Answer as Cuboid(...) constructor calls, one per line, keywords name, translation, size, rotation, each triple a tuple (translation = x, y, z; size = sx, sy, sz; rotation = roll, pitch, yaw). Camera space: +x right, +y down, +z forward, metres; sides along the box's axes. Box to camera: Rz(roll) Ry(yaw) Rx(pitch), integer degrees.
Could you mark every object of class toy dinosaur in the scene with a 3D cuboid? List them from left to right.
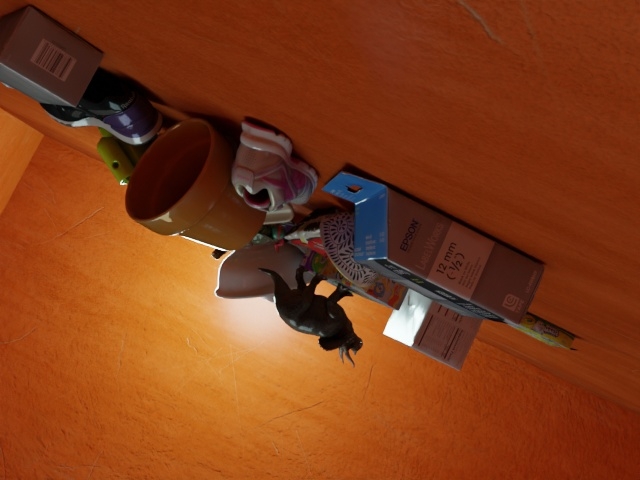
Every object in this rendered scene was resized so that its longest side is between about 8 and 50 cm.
Cuboid(name="toy dinosaur", translation=(-0.022, 0.158, 1.385), size=(0.314, 0.160, 0.121), rotation=(28, 172, 0))

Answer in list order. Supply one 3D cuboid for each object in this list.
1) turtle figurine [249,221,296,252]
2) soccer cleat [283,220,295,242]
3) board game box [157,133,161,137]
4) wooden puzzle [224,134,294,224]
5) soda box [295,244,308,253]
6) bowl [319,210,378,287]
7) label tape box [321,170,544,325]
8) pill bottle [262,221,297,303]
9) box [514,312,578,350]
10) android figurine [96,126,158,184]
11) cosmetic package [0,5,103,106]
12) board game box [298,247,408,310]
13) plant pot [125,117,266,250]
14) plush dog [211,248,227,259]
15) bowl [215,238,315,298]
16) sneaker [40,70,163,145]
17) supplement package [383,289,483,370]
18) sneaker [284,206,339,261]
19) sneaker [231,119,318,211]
Cuboid(name="turtle figurine", translation=(-0.168, -0.047, 1.486), size=(0.234, 0.118, 0.175), rotation=(7, 154, 7))
Cuboid(name="soccer cleat", translation=(-0.213, -0.070, 1.898), size=(0.318, 0.108, 0.116), rotation=(21, 162, 42))
Cuboid(name="board game box", translation=(-0.315, -0.189, 1.436), size=(0.194, 0.060, 0.194), rotation=(24, 174, 28))
Cuboid(name="wooden puzzle", translation=(-0.195, -0.115, 1.201), size=(0.221, 0.044, 0.238), rotation=(-4, 143, 31))
Cuboid(name="soda box", translation=(0.013, 0.027, 1.720), size=(0.098, 0.091, 0.286), rotation=(41, 180, 18))
Cuboid(name="bowl", translation=(0.084, 0.001, 1.178), size=(0.080, 0.170, 0.170), rotation=(-35, 133, 31))
Cuboid(name="label tape box", translation=(0.154, 0.016, 1.005), size=(0.348, 0.115, 0.249), rotation=(25, 174, -6))
Cuboid(name="pill bottle", translation=(-0.138, 0.066, 1.948), size=(0.146, 0.264, 0.146), rotation=(25, 175, 2))
Cuboid(name="box", translation=(0.561, 0.228, 1.516), size=(0.179, 0.043, 0.105), rotation=(28, 174, -4))
Cuboid(name="android figurine", translation=(-0.371, -0.172, 1.235), size=(0.272, 0.056, 0.248), rotation=(58, -168, -1))
Cuboid(name="cosmetic package", translation=(-0.461, -0.290, 0.960), size=(0.127, 0.107, 0.238), rotation=(30, 175, -41))
Cuboid(name="board game box", translation=(0.091, 0.053, 1.449), size=(0.142, 0.144, 0.275), rotation=(30, 172, -29))
Cuboid(name="plant pot", translation=(-0.202, -0.078, 1.049), size=(0.205, 0.205, 0.188), rotation=(20, 166, 45))
Cuboid(name="plush dog", translation=(-0.276, -0.094, 1.651), size=(0.225, 0.211, 0.262), rotation=(56, 162, -18))
Cuboid(name="bowl", translation=(-0.167, 0.065, 1.716), size=(0.298, 0.134, 0.298), rotation=(-9, -172, 1))
Cuboid(name="sneaker", translation=(-0.421, -0.271, 1.078), size=(0.283, 0.107, 0.124), rotation=(17, 159, 24))
Cuboid(name="supplement package", translation=(0.303, 0.203, 1.582), size=(0.145, 0.204, 0.262), rotation=(27, 174, -8))
Cuboid(name="sneaker", translation=(0.000, 0.000, 1.380), size=(0.118, 0.107, 0.279), rotation=(53, 169, -11))
Cuboid(name="sneaker", translation=(-0.086, -0.100, 0.985), size=(0.103, 0.111, 0.252), rotation=(23, 174, 22))
